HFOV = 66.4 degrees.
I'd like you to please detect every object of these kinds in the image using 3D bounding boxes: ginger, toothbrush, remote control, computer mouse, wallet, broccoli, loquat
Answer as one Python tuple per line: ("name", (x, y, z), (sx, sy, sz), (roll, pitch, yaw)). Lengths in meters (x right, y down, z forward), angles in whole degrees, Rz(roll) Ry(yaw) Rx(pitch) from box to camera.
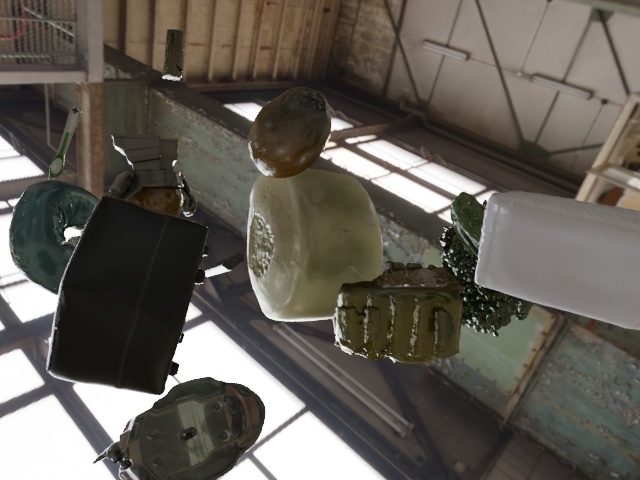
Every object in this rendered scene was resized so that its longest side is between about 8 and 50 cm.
("ginger", (0.308, -0.011, 0.851), (0.089, 0.137, 0.290), (-32, 13, 3))
("toothbrush", (-0.638, -0.188, 1.190), (0.030, 0.030, 0.304), (28, -105, -60))
("remote control", (-0.260, 0.066, 1.289), (0.063, 0.025, 0.245), (-39, 10, -24))
("computer mouse", (-0.283, 0.411, 1.010), (0.388, 0.200, 0.115), (-22, -25, 7))
("wallet", (0.257, 0.017, 0.505), (0.032, 0.182, 0.124), (-40, -43, -52))
("broccoli", (0.457, 0.068, 1.285), (0.323, 0.335, 0.272), (-24, -34, 2))
("loquat", (-0.069, -0.254, 1.152), (0.227, 0.179, 0.179), (-44, -28, 12))

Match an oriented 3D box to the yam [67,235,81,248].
("yam", (-0.756, 0.060, 1.728), (0.254, 0.154, 0.154), (9, -69, -44))

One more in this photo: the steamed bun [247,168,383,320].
("steamed bun", (0.000, 0.000, 1.442), (0.370, 0.289, 0.457), (1, -103, -35))

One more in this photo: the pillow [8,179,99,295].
("pillow", (-0.482, -0.003, 0.935), (0.086, 0.234, 0.214), (-23, -27, 22))

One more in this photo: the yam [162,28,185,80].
("yam", (-0.394, -0.500, 1.315), (0.054, 0.054, 0.133), (-6, -72, -53))

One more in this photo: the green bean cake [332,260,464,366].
("green bean cake", (0.176, 0.171, 1.147), (0.310, 0.284, 0.202), (-47, -41, -76))

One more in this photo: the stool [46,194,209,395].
("stool", (-0.223, 0.064, 0.596), (0.141, 0.232, 0.232), (15, -70, -15))

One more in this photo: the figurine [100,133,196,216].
("figurine", (-0.447, -0.129, 1.293), (0.342, 0.166, 0.285), (-9, -83, -47))
